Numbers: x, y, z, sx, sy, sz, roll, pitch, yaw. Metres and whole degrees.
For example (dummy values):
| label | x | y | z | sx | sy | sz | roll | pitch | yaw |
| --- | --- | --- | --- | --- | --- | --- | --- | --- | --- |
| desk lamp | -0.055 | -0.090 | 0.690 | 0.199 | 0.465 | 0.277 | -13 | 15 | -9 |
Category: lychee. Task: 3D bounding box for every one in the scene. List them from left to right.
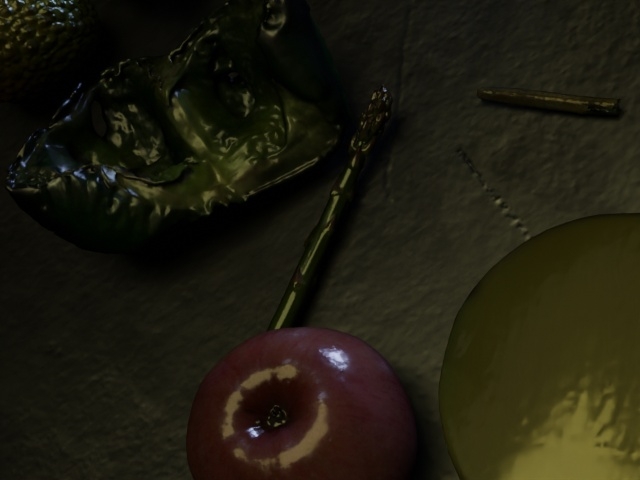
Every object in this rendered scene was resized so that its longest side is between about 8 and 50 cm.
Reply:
| label | x | y | z | sx | sy | sz | roll | pitch | yaw |
| --- | --- | --- | --- | --- | --- | --- | --- | --- | --- |
| lychee | -0.260 | -0.175 | 1.033 | 0.147 | 0.114 | 0.114 | -8 | 64 | 0 |

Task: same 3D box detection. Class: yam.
| label | x | y | z | sx | sy | sz | roll | pitch | yaw |
| --- | --- | --- | --- | --- | --- | --- | --- | --- | --- |
| yam | 0.162 | -0.100 | 0.862 | 0.107 | 0.014 | 0.014 | 10 | 73 | 28 |

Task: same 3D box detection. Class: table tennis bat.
| label | x | y | z | sx | sy | sz | roll | pitch | yaw |
| --- | --- | --- | --- | --- | --- | --- | --- | --- | --- |
| table tennis bat | 0.170 | 0.150 | 0.735 | 0.224 | 0.054 | 0.368 | 4 | 67 | 25 |

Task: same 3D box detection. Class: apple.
| label | x | y | z | sx | sy | sz | roll | pitch | yaw |
| --- | --- | --- | --- | --- | --- | --- | --- | --- | --- |
| apple | -0.014 | 0.127 | 0.785 | 0.153 | 0.120 | 0.153 | -10 | 64 | 21 |

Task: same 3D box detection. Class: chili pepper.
| label | x | y | z | sx | sy | sz | roll | pitch | yaw |
| --- | --- | --- | --- | --- | --- | --- | --- | --- | --- |
| chili pepper | -0.107 | -0.083 | 0.929 | 0.265 | 0.116 | 0.148 | -29 | 98 | 4 |

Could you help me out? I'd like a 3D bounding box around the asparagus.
| label | x | y | z | sx | sy | sz | roll | pitch | yaw |
| --- | --- | --- | --- | --- | --- | --- | --- | --- | --- |
| asparagus | 0.000 | 0.000 | 0.883 | 0.025 | 0.024 | 0.248 | 15 | 78 | 53 |
